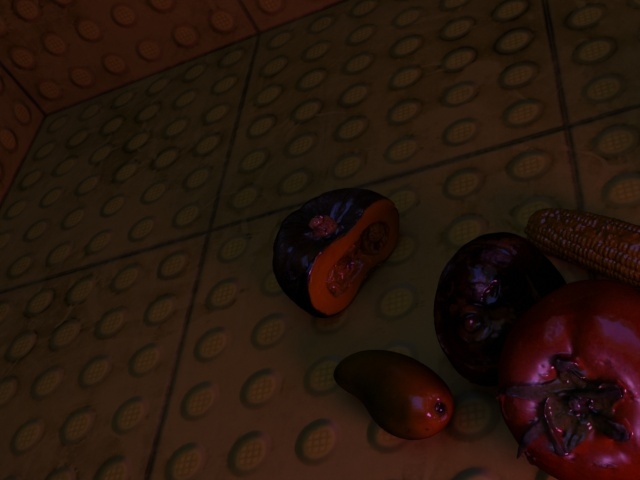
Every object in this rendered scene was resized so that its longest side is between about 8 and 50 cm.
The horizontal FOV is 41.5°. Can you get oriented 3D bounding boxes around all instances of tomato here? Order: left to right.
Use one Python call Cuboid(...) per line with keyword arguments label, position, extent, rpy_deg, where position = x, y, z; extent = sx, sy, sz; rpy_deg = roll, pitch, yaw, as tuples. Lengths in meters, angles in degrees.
Cuboid(label="tomato", position=(0.463, 0.235, 1.345), extent=(0.341, 0.273, 0.341), rpy_deg=(4, 96, 40))

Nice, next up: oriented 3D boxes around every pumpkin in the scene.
Cuboid(label="pumpkin", position=(0.000, 0.000, 1.937), extent=(0.232, 0.242, 0.325), rpy_deg=(24, 61, 37))

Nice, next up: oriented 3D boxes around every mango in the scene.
Cuboid(label="mango", position=(0.146, 0.286, 1.623), extent=(0.146, 0.129, 0.289), rpy_deg=(-49, 36, -3))

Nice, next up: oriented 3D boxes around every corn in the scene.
Cuboid(label="corn", position=(0.554, 0.013, 1.632), extent=(0.120, 0.120, 0.363), rpy_deg=(-48, 39, -17))

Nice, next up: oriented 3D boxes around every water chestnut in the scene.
Cuboid(label="water chestnut", position=(0.330, 0.127, 1.567), extent=(0.289, 0.289, 0.244), rpy_deg=(-49, 11, -17))
